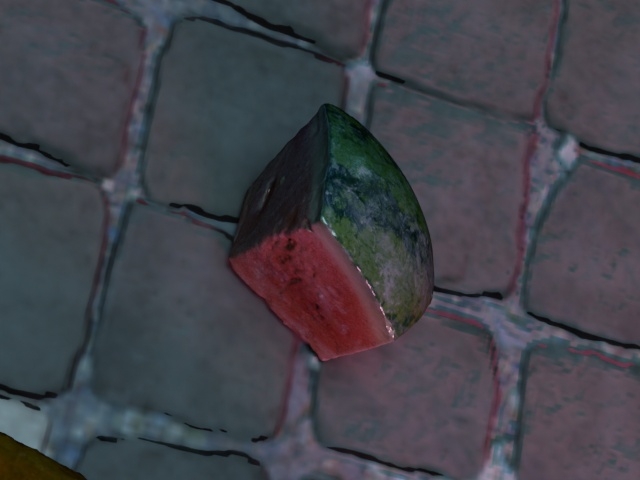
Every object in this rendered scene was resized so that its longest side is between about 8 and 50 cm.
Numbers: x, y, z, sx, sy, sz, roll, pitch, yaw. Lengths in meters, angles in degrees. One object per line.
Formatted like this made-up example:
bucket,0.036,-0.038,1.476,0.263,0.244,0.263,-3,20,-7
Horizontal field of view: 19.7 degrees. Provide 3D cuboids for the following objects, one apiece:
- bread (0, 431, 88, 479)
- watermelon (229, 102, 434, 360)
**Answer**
bread,-0.104,0.130,0.575,0.344,0.084,0.124,28,42,-11
watermelon,0.005,0.003,0.672,0.072,0.092,0.084,-40,79,10
